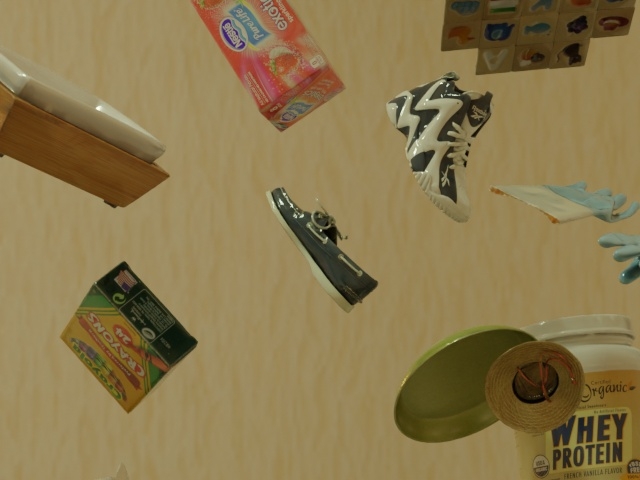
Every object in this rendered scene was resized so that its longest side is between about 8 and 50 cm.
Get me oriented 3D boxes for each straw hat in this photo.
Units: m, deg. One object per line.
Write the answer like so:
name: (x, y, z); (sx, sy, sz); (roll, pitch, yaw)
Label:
straw hat: (0.305, 0.196, 1.866); (0.144, 0.145, 0.061); (0, 18, 9)

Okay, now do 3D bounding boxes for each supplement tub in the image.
supplement tub: (0.417, 0.290, 2.075); (0.228, 0.316, 0.228); (-6, -15, -2)

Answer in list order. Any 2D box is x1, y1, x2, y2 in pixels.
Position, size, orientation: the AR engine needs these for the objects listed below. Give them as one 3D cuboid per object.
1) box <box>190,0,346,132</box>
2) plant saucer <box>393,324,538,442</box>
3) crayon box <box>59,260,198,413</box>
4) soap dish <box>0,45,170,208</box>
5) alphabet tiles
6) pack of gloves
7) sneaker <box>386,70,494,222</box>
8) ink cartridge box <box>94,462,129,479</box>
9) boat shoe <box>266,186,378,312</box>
box: (-0.104, -0.366, 2.367); (0.154, 0.300, 0.142); (-33, -18, 7)
plant saucer: (0.211, 0.203, 1.923); (0.241, 0.241, 0.037); (3, 39, -30)
crayon box: (-0.361, 0.191, 2.400); (0.081, 0.202, 0.318); (-41, -4, -33)
soap dish: (-0.380, -0.164, 1.852); (0.291, 0.118, 0.229); (27, 6, -47)
alphabet tiles: (0.317, -0.363, 1.859); (0.285, 0.011, 0.343); (-6, -37, -5)
pack of gloves: (0.299, -0.003, 1.328); (0.195, 0.046, 0.232); (28, 20, 32)
sneaker: (0.211, -0.155, 2.005); (0.153, 0.235, 0.094); (-34, -33, 22)
ink cartridge box: (-0.325, 0.461, 1.789); (0.119, 0.207, 0.353); (-14, 10, 6)
boat shoe: (0.000, 0.000, 2.093); (0.079, 0.254, 0.095); (-39, -33, 5)
